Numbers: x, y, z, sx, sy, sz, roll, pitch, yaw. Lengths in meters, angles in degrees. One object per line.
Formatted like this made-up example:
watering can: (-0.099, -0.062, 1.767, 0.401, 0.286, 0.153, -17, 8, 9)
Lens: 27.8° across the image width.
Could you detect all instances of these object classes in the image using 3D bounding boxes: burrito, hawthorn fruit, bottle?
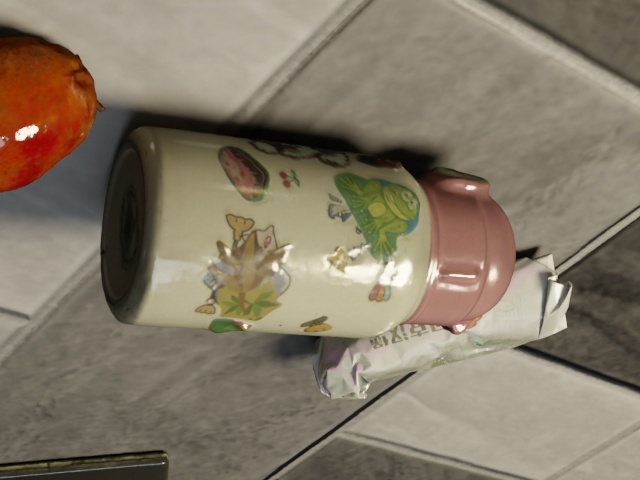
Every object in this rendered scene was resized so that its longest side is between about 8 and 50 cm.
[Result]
burrito: (0.089, 0.067, 0.962, 0.203, 0.064, 0.064, -20, 143, 8)
hawthorn fruit: (-0.161, -0.072, 0.697, 0.093, 0.081, 0.081, -29, 152, -29)
bottle: (0.000, 0.000, 0.798, 0.253, 0.120, 0.120, 4, 141, -23)

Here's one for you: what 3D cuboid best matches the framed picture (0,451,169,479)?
framed picture: (-0.277, 0.292, 1.189, 0.265, 0.016, 0.347, -4, 142, -12)
